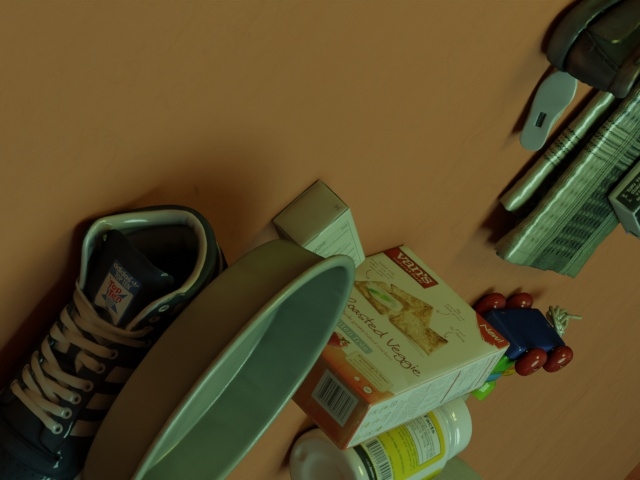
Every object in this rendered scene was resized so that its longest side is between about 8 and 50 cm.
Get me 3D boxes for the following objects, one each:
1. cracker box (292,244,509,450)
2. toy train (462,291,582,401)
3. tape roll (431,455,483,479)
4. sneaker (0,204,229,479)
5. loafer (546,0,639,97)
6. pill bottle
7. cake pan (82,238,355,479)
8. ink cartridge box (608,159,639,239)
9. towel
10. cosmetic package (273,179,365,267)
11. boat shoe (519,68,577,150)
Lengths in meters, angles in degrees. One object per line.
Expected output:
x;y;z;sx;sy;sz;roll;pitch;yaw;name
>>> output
0.053;0.096;1.520;0.232;0.156;0.067;-16;143;-50;cracker box
0.237;0.146;1.996;0.143;0.105;0.248;-43;159;21;toy train
0.114;0.362;1.981;0.219;0.219;0.072;-31;154;-30;tape roll
-0.177;0.086;1.186;0.282;0.099;0.153;-45;163;-18;sneaker
0.351;-0.220;1.572;0.302;0.095;0.109;-30;153;-32;loafer
0.074;0.241;1.843;0.208;0.119;0.119;-22;148;-43;pill bottle
-0.082;0.116;1.246;0.293;0.054;0.293;-49;166;-17;cake pan
0.435;-0.093;1.891;0.206;0.045;0.208;-49;161;2;ink cartridge box
0.332;-0.096;1.824;0.324;0.056;0.312;-52;159;11;towel
0.000;0.000;1.417;0.060;0.041;0.115;-40;156;-11;cosmetic package
0.230;-0.137;1.596;0.035;0.035;0.100;-61;173;-53;boat shoe
